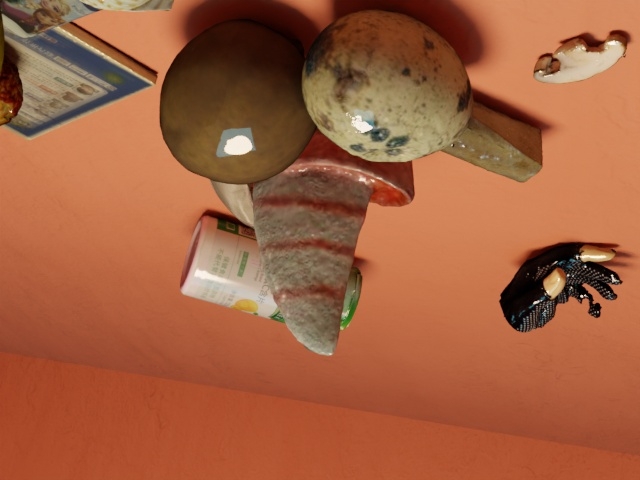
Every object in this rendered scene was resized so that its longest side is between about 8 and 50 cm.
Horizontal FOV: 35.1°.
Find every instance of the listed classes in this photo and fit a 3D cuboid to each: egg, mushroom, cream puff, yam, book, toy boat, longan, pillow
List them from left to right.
[{"bbox_3d":[-0.411,-0.189,1.155,0.149,0.084,0.149,11,155,5],"label":"cream puff"},{"bbox_3d":[-0.375,-0.209,1.226,0.228,0.018,0.322,29,154,-37],"label":"book"},{"bbox_3d":[-0.123,-0.089,1.315,0.130,0.038,0.232,46,168,21],"label":"pillow"},{"bbox_3d":[-0.082,-0.140,1.049,0.189,0.189,0.189,11,160,4],"label":"longan"},{"bbox_3d":[0.000,0.000,1.188,0.206,0.282,0.096,4,157,20],"label":"toy boat"},{"bbox_3d":[0.067,-0.144,0.969,0.182,0.141,0.141,15,161,-32],"label":"egg"},{"bbox_3d":[0.162,-0.117,1.094,0.169,0.068,0.068,18,159,-18],"label":"yam"},{"bbox_3d":[0.248,-0.173,0.963,0.049,0.019,0.101,27,153,-37],"label":"mushroom"}]

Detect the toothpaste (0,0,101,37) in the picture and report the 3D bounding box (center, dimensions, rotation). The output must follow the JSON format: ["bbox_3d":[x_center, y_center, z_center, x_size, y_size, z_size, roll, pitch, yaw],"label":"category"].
[{"bbox_3d":[-0.255,-0.244,1.025,0.216,0.037,0.062,-6,148,34],"label":"toothpaste"}]

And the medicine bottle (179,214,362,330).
[{"bbox_3d":[-0.076,0.058,1.607,0.274,0.133,0.133,16,160,-14],"label":"medicine bottle"}]

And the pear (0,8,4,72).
[{"bbox_3d":[-0.432,-0.206,0.915,0.294,0.294,0.294,11,160,4],"label":"pear"}]

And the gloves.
[{"bbox_3d":[0.345,0.053,1.436,0.129,0.106,0.181,23,129,-30],"label":"gloves"}]

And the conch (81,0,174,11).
[{"bbox_3d":[-0.176,-0.253,0.870,0.135,0.102,0.153,28,-162,-49],"label":"conch"}]
